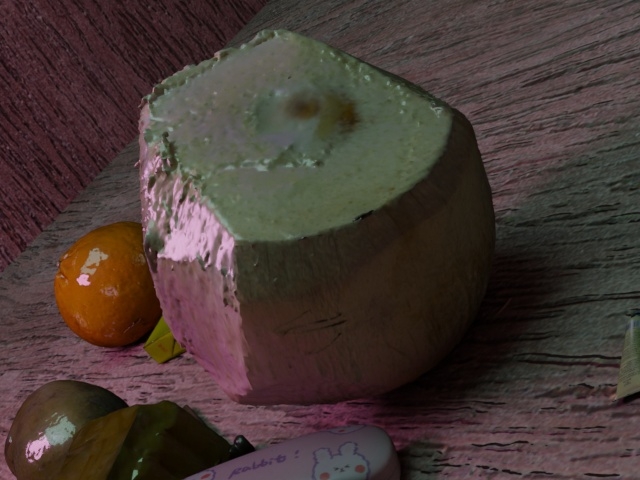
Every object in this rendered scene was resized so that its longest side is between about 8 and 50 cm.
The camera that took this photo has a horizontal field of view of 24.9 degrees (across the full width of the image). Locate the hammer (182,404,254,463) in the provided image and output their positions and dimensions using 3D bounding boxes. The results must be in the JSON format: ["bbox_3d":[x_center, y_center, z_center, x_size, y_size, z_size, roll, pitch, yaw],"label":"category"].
[{"bbox_3d":[-0.142,0.243,1.820,0.058,0.029,0.292,-42,15,-9],"label":"hammer"}]

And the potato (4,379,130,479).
[{"bbox_3d":[-0.342,0.271,1.971,0.174,0.159,0.251,-20,23,-19],"label":"potato"}]

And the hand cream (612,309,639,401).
[{"bbox_3d":[0.275,0.101,1.266,0.035,0.022,0.102,-29,27,36],"label":"hand cream"}]

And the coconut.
[{"bbox_3d":[0.000,0.000,1.572,0.405,0.404,0.404,-37,18,14],"label":"coconut"}]

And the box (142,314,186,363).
[{"bbox_3d":[-0.113,0.056,2.173,0.335,0.047,0.187,-31,21,34],"label":"box"}]

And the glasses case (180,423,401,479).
[{"bbox_3d":[-0.064,0.258,1.418,0.297,0.075,0.113,-20,20,2],"label":"glasses case"}]

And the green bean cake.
[{"bbox_3d":[-0.241,0.307,1.652,0.233,0.124,0.236,-28,30,44],"label":"green bean cake"}]

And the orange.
[{"bbox_3d":[-0.338,0.071,2.398,0.219,0.193,0.219,-30,38,27],"label":"orange"}]
